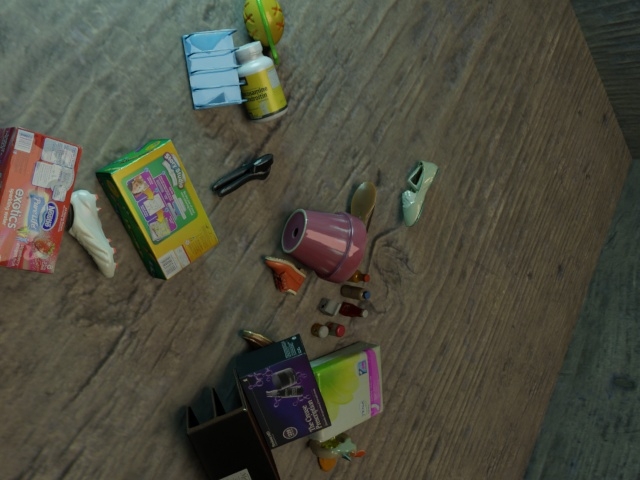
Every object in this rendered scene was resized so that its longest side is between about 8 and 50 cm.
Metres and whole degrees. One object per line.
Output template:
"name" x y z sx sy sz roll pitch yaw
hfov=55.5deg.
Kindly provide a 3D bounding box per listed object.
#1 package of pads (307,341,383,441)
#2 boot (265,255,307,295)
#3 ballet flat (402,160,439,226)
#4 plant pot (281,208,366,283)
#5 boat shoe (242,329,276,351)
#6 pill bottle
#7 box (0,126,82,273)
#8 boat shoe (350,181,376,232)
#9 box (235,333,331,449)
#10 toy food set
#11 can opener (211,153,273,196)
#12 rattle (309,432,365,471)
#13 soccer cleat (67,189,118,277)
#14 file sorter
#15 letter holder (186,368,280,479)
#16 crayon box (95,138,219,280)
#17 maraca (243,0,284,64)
"package of pads" 0.066 0.461 1.863 0.296 0.101 0.229 -11 101 -42
"boot" -0.104 0.097 1.680 0.158 0.059 0.085 35 76 -43
"ballet flat" 0.320 -0.165 2.057 0.086 0.086 0.249 42 65 -39
"plant pot" 0.000 0.000 1.688 0.180 0.201 0.202 21 80 -28
"boat shoe" -0.152 0.297 1.652 0.178 0.064 0.060 44 63 -41
"pill bottle" -0.156 -0.398 1.530 0.103 0.103 0.184 -38 120 -35
"box" -0.563 -0.075 1.157 0.128 0.122 0.257 15 85 -44
"boat shoe" 0.124 -0.077 1.879 0.073 0.073 0.207 44 62 -80
"box" -0.097 0.406 1.628 0.184 0.103 0.261 -19 117 -3
"toy food set" 0.076 0.204 1.834 0.111 0.104 0.232 46 64 -38
"can opener" -0.200 -0.167 1.555 0.186 0.059 0.073 -33 144 -27
"rattle" 0.058 0.659 1.809 0.130 0.199 0.143 6 91 -45
"soccer cleat" -0.490 -0.009 1.284 0.076 0.068 0.196 -22 103 -35
"file sorter" -0.244 -0.399 1.418 0.118 0.104 0.171 -12 105 -18
"letter holder" -0.225 0.516 1.570 0.151 0.214 0.302 -21 114 -7
"crayon box" -0.363 -0.070 1.384 0.165 0.081 0.279 -40 121 -34
"maraca" -0.136 -0.537 1.530 0.099 0.127 0.186 -16 122 3
